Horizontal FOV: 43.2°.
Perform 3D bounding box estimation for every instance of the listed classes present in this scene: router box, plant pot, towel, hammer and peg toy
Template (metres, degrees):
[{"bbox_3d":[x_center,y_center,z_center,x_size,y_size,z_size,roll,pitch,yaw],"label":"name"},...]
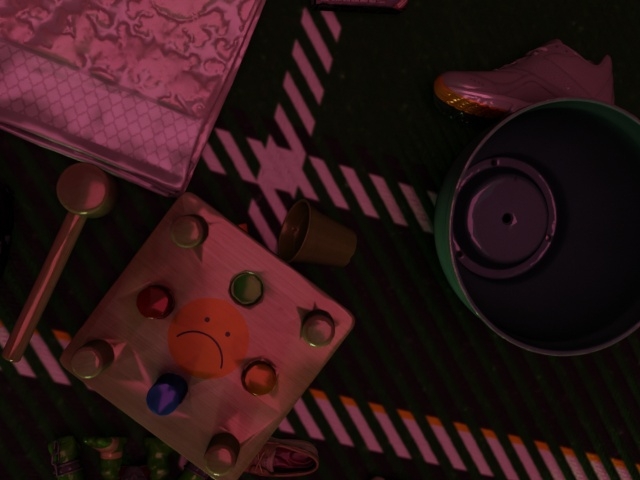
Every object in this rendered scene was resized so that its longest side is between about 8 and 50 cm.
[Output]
[{"bbox_3d":[0.049,-0.335,1.012,0.122,0.038,0.092,-1,94,-12],"label":"router box"},{"bbox_3d":[0.000,0.000,1.013,0.079,0.083,0.083,19,90,-25],"label":"plant pot"},{"bbox_3d":[0.263,-0.023,1.001,0.293,0.196,0.293,-1,95,-12],"label":"plant pot"},{"bbox_3d":[-0.257,-0.249,0.948,0.332,0.053,0.317,21,90,-14],"label":"towel"},{"bbox_3d":[-0.177,0.087,0.940,0.361,0.127,0.266,36,92,-2],"label":"hammer and peg toy"}]

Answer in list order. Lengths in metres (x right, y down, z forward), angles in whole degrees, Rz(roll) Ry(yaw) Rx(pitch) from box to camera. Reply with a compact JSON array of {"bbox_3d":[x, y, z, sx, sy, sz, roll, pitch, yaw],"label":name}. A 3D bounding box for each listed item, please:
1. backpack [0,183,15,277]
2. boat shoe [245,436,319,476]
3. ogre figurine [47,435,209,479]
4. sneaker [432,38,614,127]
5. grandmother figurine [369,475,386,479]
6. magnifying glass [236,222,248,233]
[{"bbox_3d":[-0.420,0.023,0.875,0.144,0.166,0.188,6,89,-10],"label":"backpack"},{"bbox_3d":[-0.066,0.276,1.031,0.135,0.045,0.050,2,94,-12],"label":"boat shoe"},{"bbox_3d":[-0.225,0.297,0.979,0.197,0.097,0.118,8,76,-33],"label":"ogre figurine"},{"bbox_3d":[0.266,-0.206,1.049,0.262,0.099,0.121,5,86,-20],"label":"sneaker"},{"bbox_3d":[0.102,0.412,1.053,0.342,0.104,0.208,-6,87,-14],"label":"grandmother figurine"},{"bbox_3d":[-0.093,0.094,1.023,0.092,0.026,0.231,-8,95,-11],"label":"magnifying glass"}]
